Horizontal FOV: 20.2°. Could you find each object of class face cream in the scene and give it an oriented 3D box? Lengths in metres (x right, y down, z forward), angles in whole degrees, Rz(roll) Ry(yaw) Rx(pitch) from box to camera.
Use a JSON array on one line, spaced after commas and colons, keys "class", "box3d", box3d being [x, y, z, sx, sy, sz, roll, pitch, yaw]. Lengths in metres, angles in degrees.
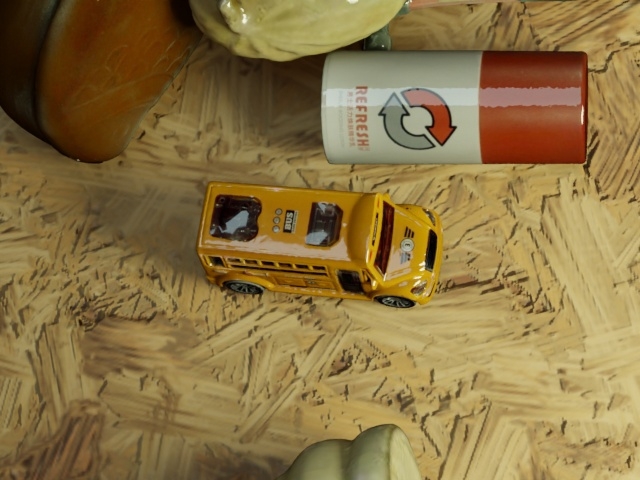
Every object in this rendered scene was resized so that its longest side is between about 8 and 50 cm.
[{"class": "face cream", "box3d": [0.112, -0.110, 1.486, 0.214, 0.096, 0.095, 1, 71, 10]}]

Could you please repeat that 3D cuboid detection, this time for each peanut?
[{"class": "peanut", "box3d": [0.023, -0.255, 1.486, 0.159, 0.143, 0.291, 36, 66, 12]}]

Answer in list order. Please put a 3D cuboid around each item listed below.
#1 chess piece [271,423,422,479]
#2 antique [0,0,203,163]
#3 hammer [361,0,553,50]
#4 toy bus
[{"class": "chess piece", "box3d": [-0.067, 0.250, 1.376, 0.300, 0.167, 0.167, -13, 69, 13]}, {"class": "antique", "box3d": [-0.178, -0.201, 1.508, 0.129, 0.223, 0.278, 33, 113, 21]}, {"class": "hammer", "box3d": [0.177, -0.216, 1.547, 0.288, 0.033, 0.111, -2, 72, 9]}, {"class": "toy bus", "box3d": [0.000, 0.000, 1.472, 0.194, 0.088, 0.083, 4, 71, 12]}]
